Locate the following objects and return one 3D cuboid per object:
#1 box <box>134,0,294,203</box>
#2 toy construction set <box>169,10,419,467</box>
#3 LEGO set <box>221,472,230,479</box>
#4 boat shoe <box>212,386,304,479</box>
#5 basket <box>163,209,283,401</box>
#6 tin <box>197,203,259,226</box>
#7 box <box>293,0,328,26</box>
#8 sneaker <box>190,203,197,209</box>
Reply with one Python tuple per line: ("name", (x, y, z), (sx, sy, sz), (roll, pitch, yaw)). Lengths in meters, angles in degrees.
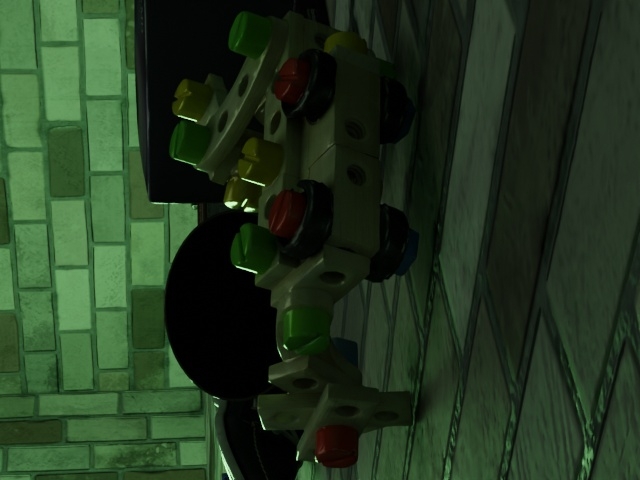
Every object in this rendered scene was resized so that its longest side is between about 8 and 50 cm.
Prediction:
("box", (-0.116, -0.211, 1.789), (0.294, 0.183, 0.296), (-126, 35, -76))
("toy construction set", (-0.016, -0.015, 1.079), (0.215, 0.151, 0.327), (-42, 52, 48))
("LEGO set", (-0.072, 0.330, 1.899), (0.093, 0.087, 0.227), (-120, 29, -77))
("boat shoe", (-0.062, 0.217, 1.765), (0.302, 0.091, 0.114), (-114, 4, -68))
("basket", (-0.095, 0.066, 1.809), (0.227, 0.154, 0.204), (-148, 59, -86))
("tin", (-0.098, -0.034, 1.988), (0.040, 0.106, 0.189), (173, 95, -76))
("box", (-0.008, -0.149, 1.510), (0.162, 0.029, 0.116), (-97, 9, -50))
("sneaker", (-0.160, -0.147, 2.413), (0.330, 0.122, 0.146), (115, 151, -74))
